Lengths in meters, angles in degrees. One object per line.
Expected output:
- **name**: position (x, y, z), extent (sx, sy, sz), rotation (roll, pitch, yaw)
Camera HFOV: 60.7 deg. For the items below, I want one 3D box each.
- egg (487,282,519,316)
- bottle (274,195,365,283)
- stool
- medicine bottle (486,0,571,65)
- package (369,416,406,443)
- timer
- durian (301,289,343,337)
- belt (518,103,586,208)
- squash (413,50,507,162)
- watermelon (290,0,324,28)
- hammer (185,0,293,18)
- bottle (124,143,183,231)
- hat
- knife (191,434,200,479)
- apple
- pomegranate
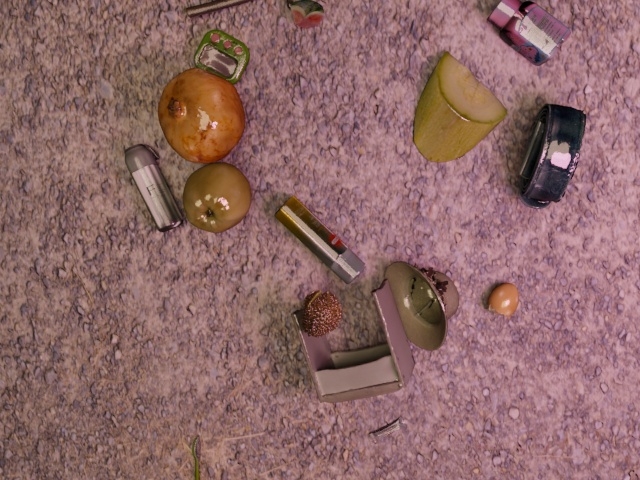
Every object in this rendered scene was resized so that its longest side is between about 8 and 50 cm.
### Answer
- **egg**: position (0.504, 0.162, 1.502), extent (0.080, 0.080, 0.096), rotation (20, 83, 2)
- **bottle**: position (0.000, 0.000, 1.525), extent (0.286, 0.082, 0.082), rotation (44, 99, -2)
- **stool**: position (0.094, 0.273, 1.484), extent (0.244, 0.170, 0.269), rotation (-16, 94, 20)
- **medicine bottle**: position (0.523, -0.541, 1.391), extent (0.188, 0.119, 0.094), rotation (37, 99, -1)
- **package**: position (0.199, 0.559, 1.609), extent (0.110, 0.015, 0.037), rotation (-31, 94, 9)
- **timer**: position (-0.271, -0.501, 1.504), extent (0.140, 0.047, 0.128), rotation (29, 97, 1)
- **durian**: position (-0.010, 0.197, 1.383), extent (0.110, 0.071, 0.140), rotation (30, 111, 13)
- **belt**: position (0.574, -0.210, 1.386), extent (0.116, 0.206, 0.267), rotation (12, 105, 7)
- **squash**: position (0.346, -0.342, 1.485), extent (0.237, 0.155, 0.204), rotation (43, 62, 1)
- **watermelon**: position (-0.041, -0.610, 1.465), extent (0.092, 0.085, 0.072), rotation (53, 125, 34)
- **hammer**: position (-0.224, -0.658, 1.491), extent (0.297, 0.027, 0.125), rotation (-14, 96, 7)
- **bottle**: position (-0.469, -0.151, 1.552), extent (0.096, 0.079, 0.253), rotation (-28, 95, -30)
- **hat**: position (0.296, 0.156, 1.483), extent (0.130, 0.257, 0.257), rotation (-21, 96, -26)
- **knife**: position (-0.380, 0.687, 1.674), extent (0.026, 0.022, 0.184), rotation (-3, 96, -20)
- **apple**: position (-0.280, -0.115, 1.485), extent (0.200, 0.200, 0.200), rotation (1, 97, 5)
- **pomegranate**: position (-0.313, -0.326, 1.437), extent (0.248, 0.248, 0.248), rotation (1, 97, 5)
